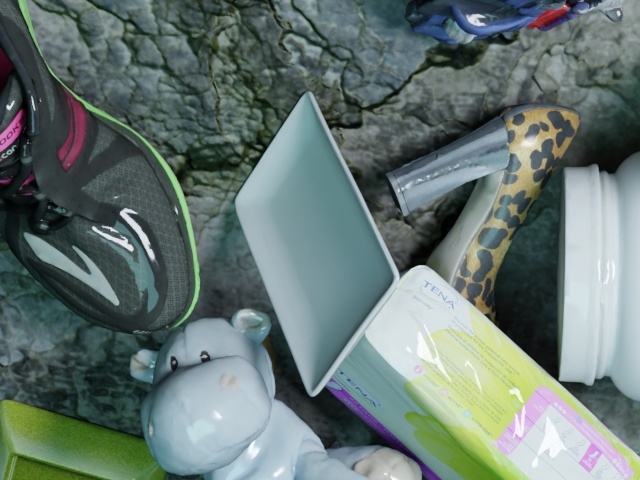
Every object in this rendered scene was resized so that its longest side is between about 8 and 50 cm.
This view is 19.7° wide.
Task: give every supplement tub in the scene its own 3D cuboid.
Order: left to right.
[{"bbox_3d":[0.368,0.033,1.623,0.316,0.228,0.228,2,119,5],"label":"supplement tub"}]

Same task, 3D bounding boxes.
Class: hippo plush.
[{"bbox_3d":[-0.046,0.179,1.719,0.234,0.294,0.236,-16,111,15],"label":"hippo plush"}]

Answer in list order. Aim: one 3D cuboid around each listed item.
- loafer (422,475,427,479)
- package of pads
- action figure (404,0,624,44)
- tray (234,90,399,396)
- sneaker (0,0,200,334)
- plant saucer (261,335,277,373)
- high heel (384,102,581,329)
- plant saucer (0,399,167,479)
[{"bbox_3d":[0.176,0.370,1.883,0.130,0.134,0.366,-22,113,15],"label":"loafer"},{"bbox_3d":[0.133,0.157,1.699,0.296,0.229,0.101,42,72,-7],"label":"package of pads"},{"bbox_3d":[0.130,-0.275,1.480,0.330,0.341,0.178,24,80,-21],"label":"action figure"},{"bbox_3d":[0.000,0.000,1.639,0.030,0.270,0.145,15,123,-32],"label":"tray"},{"bbox_3d":[-0.283,-0.089,1.640,0.185,0.202,0.482,-27,113,20],"label":"sneaker"},{"bbox_3d":[-0.085,0.120,1.841,0.083,0.015,0.083,3,119,5],"label":"plant saucer"},{"bbox_3d":[0.184,-0.001,1.718,0.186,0.093,0.261,-26,127,-2],"label":"high heel"},{"bbox_3d":[-0.268,0.275,1.930,0.188,0.045,0.188,17,119,-3],"label":"plant saucer"}]
